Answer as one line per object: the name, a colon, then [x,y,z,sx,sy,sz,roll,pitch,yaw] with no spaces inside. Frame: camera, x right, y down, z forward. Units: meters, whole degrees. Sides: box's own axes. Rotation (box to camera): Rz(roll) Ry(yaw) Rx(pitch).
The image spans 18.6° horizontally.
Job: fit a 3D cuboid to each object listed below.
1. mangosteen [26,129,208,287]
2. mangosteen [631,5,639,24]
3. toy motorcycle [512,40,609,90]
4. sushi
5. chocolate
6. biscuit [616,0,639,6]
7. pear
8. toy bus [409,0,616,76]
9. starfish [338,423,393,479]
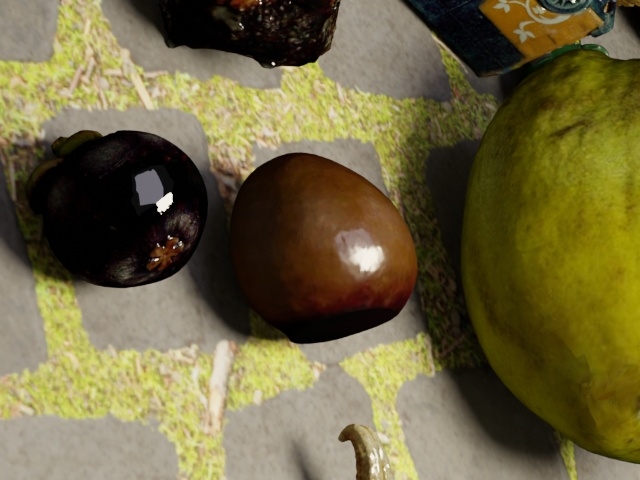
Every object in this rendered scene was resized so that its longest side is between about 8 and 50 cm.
mangosteen: [-0.165,-0.035,1.551,0.151,0.137,0.137,41,28,29]
mangosteen: [0.506,-0.365,2.362,0.306,0.306,0.359,15,48,-44]
toy motorcycle: [0.308,-0.129,2.138,0.274,0.125,0.187,52,30,-14]
sushi: [-0.028,-0.318,1.780,0.196,0.182,0.343,21,59,-17]
chocolate: [0.000,0.000,1.681,0.177,0.177,0.176,26,51,-37]
biscuit: [0.252,-0.331,2.184,0.237,0.131,0.026,34,74,-32]
pear: [0.308,0.015,1.882,0.352,0.352,0.413,20,55,-41]
toy bus: [0.152,-0.335,2.020,0.323,0.194,0.162,41,43,-30]
starfish: [0.078,0.329,1.625,0.327,0.094,0.375,47,46,-3]
